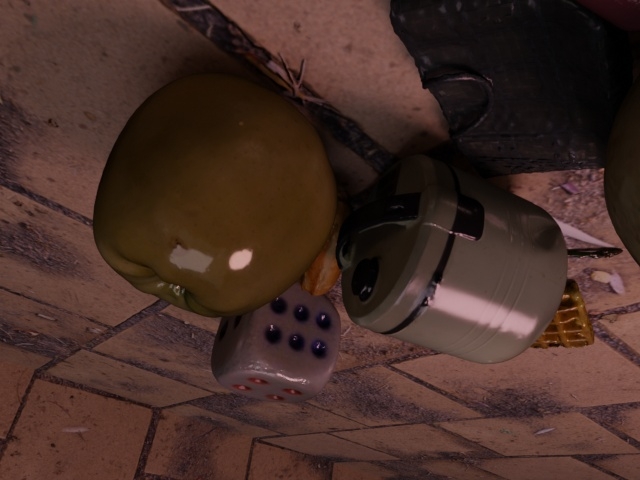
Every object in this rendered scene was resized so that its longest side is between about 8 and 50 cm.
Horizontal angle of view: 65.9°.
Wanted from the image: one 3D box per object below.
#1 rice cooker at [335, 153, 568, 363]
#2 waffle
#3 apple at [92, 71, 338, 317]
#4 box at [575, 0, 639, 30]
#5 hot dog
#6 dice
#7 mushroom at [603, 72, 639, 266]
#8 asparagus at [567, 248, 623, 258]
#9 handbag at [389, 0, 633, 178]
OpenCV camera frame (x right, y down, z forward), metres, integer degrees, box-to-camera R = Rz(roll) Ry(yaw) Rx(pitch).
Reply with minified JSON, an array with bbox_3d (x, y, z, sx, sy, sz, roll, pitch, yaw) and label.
[{"bbox_3d":[0.140,0.020,0.590,0.244,0.225,0.226,17,147,-16],"label":"rice cooker"},{"bbox_3d":[0.369,0.124,0.844,0.161,0.055,0.211,-9,142,28],"label":"waffle"},{"bbox_3d":[-0.108,-0.040,0.545,0.263,0.262,0.262,7,147,4],"label":"apple"},{"bbox_3d":[0.175,-0.251,0.202,0.168,0.193,0.294,17,147,-26],"label":"box"},{"bbox_3d":[0.000,0.000,0.732,0.102,0.076,0.249,44,149,20],"label":"hot dog"},{"bbox_3d":[-0.086,0.192,0.944,0.193,0.193,0.192,25,146,-20],"label":"dice"},{"bbox_3d":[0.348,-0.080,0.293,0.352,0.260,0.352,-31,160,-12],"label":"mushroom"},{"bbox_3d":[0.352,0.020,0.723,0.163,0.016,0.016,1,128,16],"label":"asparagus"},{"bbox_3d":[0.188,-0.142,0.464,0.175,0.088,0.270,-1,151,37],"label":"handbag"}]
